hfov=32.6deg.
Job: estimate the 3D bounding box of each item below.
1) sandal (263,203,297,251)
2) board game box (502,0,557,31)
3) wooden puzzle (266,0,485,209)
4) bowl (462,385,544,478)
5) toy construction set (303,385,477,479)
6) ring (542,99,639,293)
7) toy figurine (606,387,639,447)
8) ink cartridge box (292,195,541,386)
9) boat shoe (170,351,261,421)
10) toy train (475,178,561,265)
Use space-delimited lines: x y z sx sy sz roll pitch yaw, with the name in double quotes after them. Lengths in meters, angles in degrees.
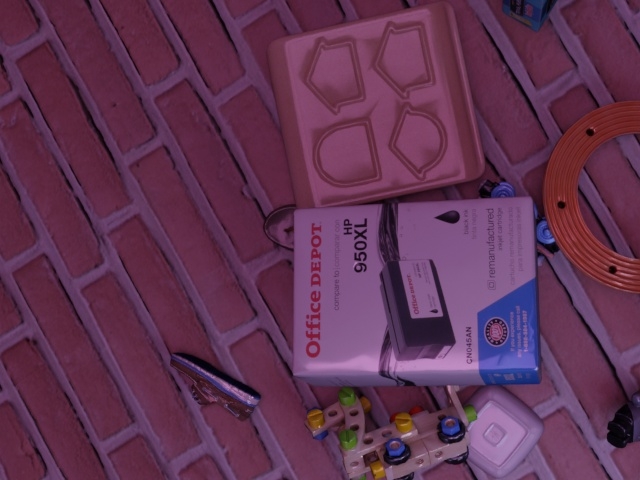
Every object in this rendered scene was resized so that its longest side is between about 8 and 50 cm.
0.000 0.000 1.969 0.219 0.060 0.090 28 94 9 "sandal"
0.420 -0.533 1.810 0.079 0.254 0.336 32 94 9 "board game box"
0.098 -0.232 1.950 0.348 0.080 0.322 -12 87 12 "wooden puzzle"
0.308 0.338 1.924 0.142 0.053 0.142 39 96 6 "bowl"
0.141 0.305 1.900 0.327 0.215 0.151 -31 128 2 "toy construction set"
0.544 -0.074 1.870 0.336 0.032 0.337 1 81 -3 "ring"
0.606 0.323 1.799 0.148 0.213 0.209 -29 79 -36 "toy figurine"
0.158 0.090 1.798 0.395 0.166 0.285 -3 76 13 "ink cartridge box"
-0.203 0.269 1.996 0.183 0.066 0.066 29 95 8 "boat shoe"
0.337 -0.025 1.911 0.184 0.080 0.105 39 103 3 "toy train"
